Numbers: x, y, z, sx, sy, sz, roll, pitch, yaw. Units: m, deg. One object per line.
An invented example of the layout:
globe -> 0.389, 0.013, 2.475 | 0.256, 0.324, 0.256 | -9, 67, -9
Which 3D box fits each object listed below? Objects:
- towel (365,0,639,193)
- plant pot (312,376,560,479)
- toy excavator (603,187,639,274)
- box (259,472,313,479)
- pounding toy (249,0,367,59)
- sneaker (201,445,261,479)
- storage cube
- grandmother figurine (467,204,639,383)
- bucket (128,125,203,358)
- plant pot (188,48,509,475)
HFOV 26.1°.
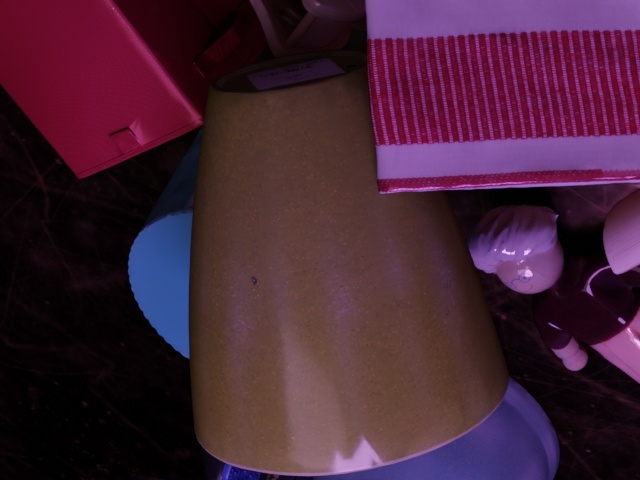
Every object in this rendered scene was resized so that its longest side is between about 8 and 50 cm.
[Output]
towel -> 0.150, -0.204, 1.030 | 0.237, 0.037, 0.329 | -2, 93, 1
plant pot -> 0.112, 0.288, 1.604 | 0.293, 0.196, 0.293 | 14, 135, 15
toy excavator -> 0.470, 0.162, 1.226 | 0.445, 0.433, 0.222 | 12, 149, -35
box -> -0.031, 0.384, 1.779 | 0.059, 0.183, 0.233 | 3, 131, 26
pounding toy -> -0.036, -0.225, 1.222 | 0.269, 0.154, 0.155 | 36, 137, -7
sneaker -> -0.114, 0.216, 1.678 | 0.090, 0.081, 0.232 | 15, 94, 31
storage cube -> -0.188, -0.204, 1.296 | 0.215, 0.184, 0.193 | -17, 119, 40
grandmother figurine -> 0.295, 0.077, 1.380 | 0.342, 0.104, 0.208 | 35, 129, -11
bucket -> -0.052, 0.008, 1.431 | 0.281, 0.183, 0.281 | 15, 136, 15
plant pot -> 0.000, 0.000, 1.150 | 0.275, 0.275, 0.293 | -1, 111, 28
